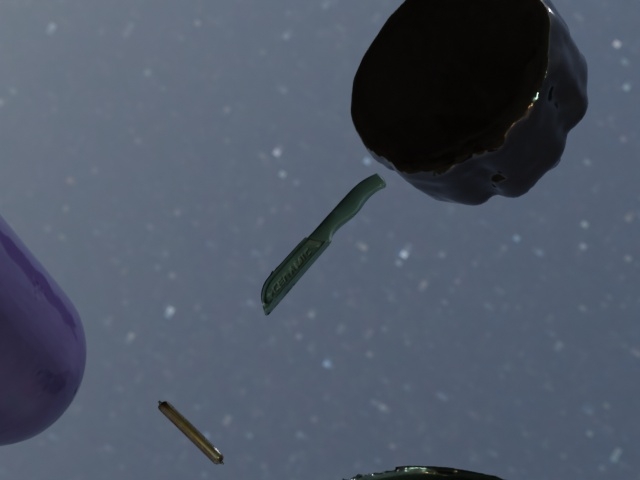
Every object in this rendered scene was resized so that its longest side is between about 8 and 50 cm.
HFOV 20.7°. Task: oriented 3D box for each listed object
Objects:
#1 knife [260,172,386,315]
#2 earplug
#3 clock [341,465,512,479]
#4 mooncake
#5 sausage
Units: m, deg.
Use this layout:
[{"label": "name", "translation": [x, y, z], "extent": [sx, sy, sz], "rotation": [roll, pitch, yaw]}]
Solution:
[{"label": "knife", "translation": [0.000, -0.001, 1.760], "extent": [0.210, 0.028, 0.015], "rotation": [-47, 151, -30]}, {"label": "earplug", "translation": [-0.369, 0.012, 1.496], "extent": [0.215, 0.456, 0.215], "rotation": [-23, -141, 20]}, {"label": "clock", "translation": [0.118, 0.295, 1.614], "extent": [0.280, 0.281, 0.055], "rotation": [-118, -149, -66]}, {"label": "mooncake", "translation": [0.181, -0.179, 2.079], "extent": [0.283, 0.141, 0.283], "rotation": [-14, -117, 28]}, {"label": "sausage", "translation": [-0.142, 0.211, 1.931], "extent": [0.015, 0.100, 0.015], "rotation": [-46, 173, -7]}]
